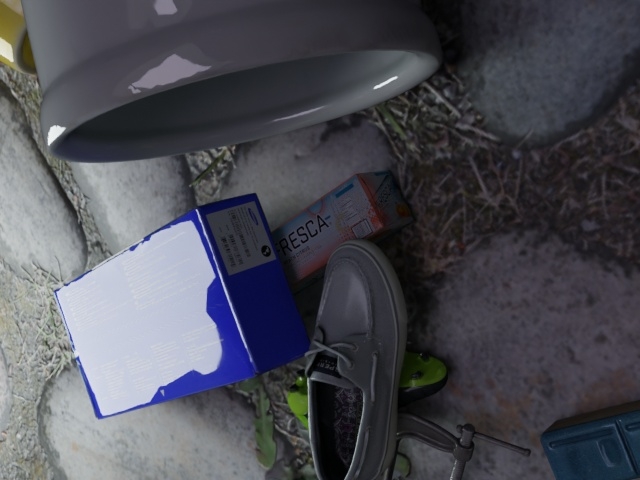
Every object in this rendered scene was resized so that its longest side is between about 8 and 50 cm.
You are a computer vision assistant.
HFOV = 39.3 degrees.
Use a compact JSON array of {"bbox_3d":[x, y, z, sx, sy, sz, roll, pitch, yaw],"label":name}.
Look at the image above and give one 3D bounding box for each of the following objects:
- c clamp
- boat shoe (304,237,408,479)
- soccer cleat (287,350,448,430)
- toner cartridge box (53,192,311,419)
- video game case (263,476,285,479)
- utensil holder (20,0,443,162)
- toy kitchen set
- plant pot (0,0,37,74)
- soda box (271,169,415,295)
[{"bbox_3d":[0.108,0.225,0.847,0.137,0.022,0.161,25,126,16],"label":"c clamp"},{"bbox_3d":[0.026,0.114,0.799,0.079,0.081,0.228,4,99,32],"label":"boat shoe"},{"bbox_3d":[0.050,0.152,0.881,0.179,0.060,0.072,-14,115,32],"label":"soccer cleat"},{"bbox_3d":[-0.161,0.082,0.949,0.348,0.075,0.165,-23,85,49],"label":"toner cartridge box"},{"bbox_3d":[0.088,0.403,0.892,0.329,0.036,0.300,2,105,34],"label":"video game case"},{"bbox_3d":[-0.102,-0.289,0.742,0.327,0.327,0.386,-15,87,36],"label":"utensil holder"},{"bbox_3d":[0.244,0.248,0.690,0.122,0.166,0.207,-25,84,35],"label":"toy kitchen set"},{"bbox_3d":[-0.351,-0.317,0.967,0.239,0.254,0.254,42,121,3],"label":"plant pot"},{"bbox_3d":[0.000,0.000,0.876,0.183,0.063,0.058,-32,77,34],"label":"soda box"}]
